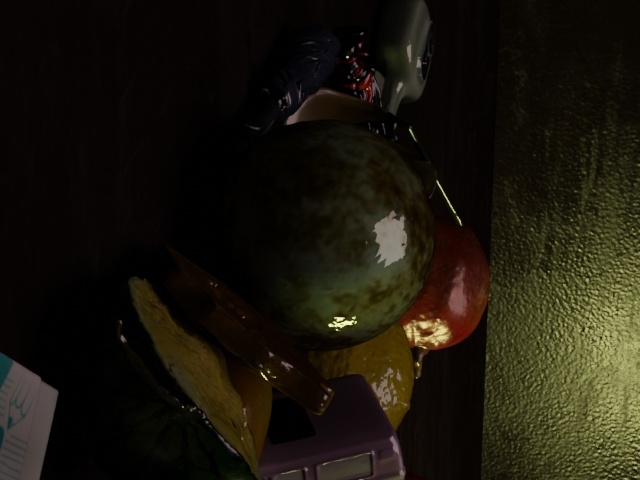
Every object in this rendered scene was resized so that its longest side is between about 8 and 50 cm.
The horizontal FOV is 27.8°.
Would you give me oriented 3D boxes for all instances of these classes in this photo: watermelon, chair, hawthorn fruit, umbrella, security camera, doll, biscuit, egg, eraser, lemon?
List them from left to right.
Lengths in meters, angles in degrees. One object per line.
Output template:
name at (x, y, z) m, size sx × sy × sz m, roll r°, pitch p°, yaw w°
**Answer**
eraser at (-0.246, 0.110, 0.846) m, size 0.225 × 0.052 × 0.095 m, roll 59°, pitch 37°, yaw -65°
watermelon at (-0.137, 0.139, 1.070) m, size 0.204 × 0.127 × 0.232 m, roll 58°, pitch 3°, yaw -10°
biscuit at (-0.065, 0.090, 1.165) m, size 0.034 × 0.215 × 0.182 m, roll -50°, pitch 142°, yaw 2°
umbrella at (-0.042, -0.172, 1.486) m, size 0.248 × 0.071 × 0.070 m, roll -61°, pitch 152°, yaw -47°
egg at (0.000, 0.000, 1.362) m, size 0.289 × 0.238 × 0.238 m, roll 100°, pitch 0°, yaw -72°
lemon at (0.016, 0.164, 1.543) m, size 0.192 × 0.192 × 0.231 m, roll 75°, pitch 21°, yaw -51°
doll at (0.056, -0.170, 1.802) m, size 0.127 × 0.088 × 0.248 m, roll -41°, pitch 129°, yaw -38°
chair at (0.053, -0.067, 1.635) m, size 0.159 × 0.172 × 0.247 m, roll -45°, pitch 152°, yaw -11°
security camera at (0.113, -0.237, 1.990) m, size 0.157 × 0.080 × 0.301 m, roll 73°, pitch 29°, yaw -54°
hawthorn fruit at (0.160, 0.086, 1.994) m, size 0.205 × 0.205 × 0.253 m, roll 53°, pitch 34°, yaw -67°

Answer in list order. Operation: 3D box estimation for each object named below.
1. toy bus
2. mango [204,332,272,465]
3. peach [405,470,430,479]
toy bus at (-0.024, 0.238, 1.370) m, size 0.142 × 0.203 × 0.142 m, roll -120°, pitch -156°, yaw -51°
mango at (-0.112, 0.196, 1.231) m, size 0.138 × 0.113 × 0.253 m, roll 99°, pitch 3°, yaw -59°
peach at (0.044, 0.383, 1.481) m, size 0.201 × 0.362 × 0.257 m, roll 40°, pitch 49°, yaw -40°
